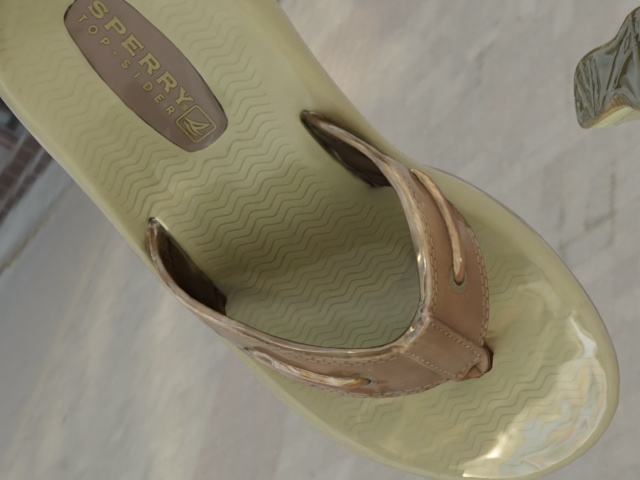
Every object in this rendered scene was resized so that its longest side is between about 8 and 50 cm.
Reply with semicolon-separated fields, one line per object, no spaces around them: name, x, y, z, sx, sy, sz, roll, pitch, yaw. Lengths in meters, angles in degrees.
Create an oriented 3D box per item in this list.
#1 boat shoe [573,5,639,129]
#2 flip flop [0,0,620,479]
boat shoe;0.179;-0.088;0.611;0.153;0.048;0.056;140;128;-78
flip flop;0.000;0.000;0.385;0.112;0.277;0.080;-40;26;8
